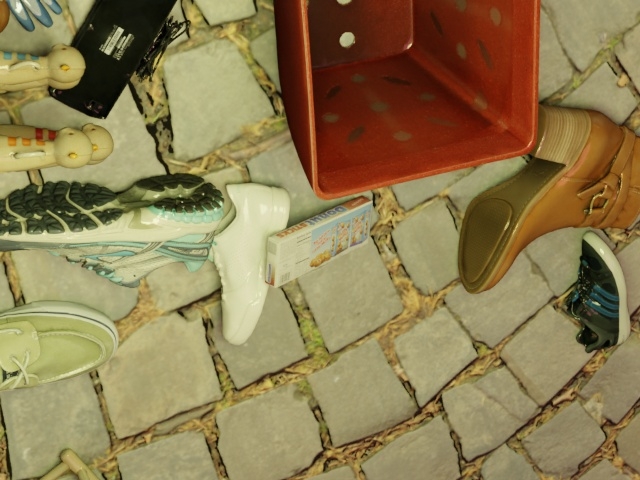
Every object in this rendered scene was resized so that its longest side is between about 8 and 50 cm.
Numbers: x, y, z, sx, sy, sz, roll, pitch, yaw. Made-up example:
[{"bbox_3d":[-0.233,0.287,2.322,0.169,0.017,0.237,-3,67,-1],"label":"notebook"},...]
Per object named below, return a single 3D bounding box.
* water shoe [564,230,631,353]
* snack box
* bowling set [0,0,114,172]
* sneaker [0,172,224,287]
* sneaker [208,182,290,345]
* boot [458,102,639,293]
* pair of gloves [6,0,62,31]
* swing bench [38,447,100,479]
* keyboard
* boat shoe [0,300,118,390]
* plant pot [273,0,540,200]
[{"bbox_3d":[0.388,0.081,1.954,0.080,0.073,0.203,-25,124,-6],"label":"water shoe"},{"bbox_3d":[0.000,0.000,1.719,0.178,0.022,0.064,-25,129,-43],"label":"snack box"},{"bbox_3d":[-0.294,-0.164,1.429,0.154,0.287,0.200,-3,98,-12],"label":"bowling set"},{"bbox_3d":[-0.250,0.005,1.608,0.283,0.110,0.122,-4,122,-22],"label":"sneaker"},{"bbox_3d":[-0.108,0.026,1.712,0.094,0.080,0.212,10,106,-16],"label":"sneaker"},{"bbox_3d":[0.319,-0.042,1.849,0.220,0.109,0.283,12,105,-33],"label":"boot"},{"bbox_3d":[-0.294,-0.315,1.458,0.198,0.023,0.159,-39,126,0],"label":"pair of gloves"},{"bbox_3d":[-0.333,0.456,1.797,0.253,0.165,0.255,-37,131,-1],"label":"swing bench"},{"bbox_3d":[-0.218,-0.222,1.540,0.100,0.038,0.192,29,111,-17],"label":"keyboard"},{"bbox_3d":[-0.384,0.143,1.633,0.302,0.094,0.109,-4,119,-22],"label":"boat shoe"},{"bbox_3d":[0.071,-0.237,1.533,0.267,0.236,0.267,-13,122,-16],"label":"plant pot"}]
